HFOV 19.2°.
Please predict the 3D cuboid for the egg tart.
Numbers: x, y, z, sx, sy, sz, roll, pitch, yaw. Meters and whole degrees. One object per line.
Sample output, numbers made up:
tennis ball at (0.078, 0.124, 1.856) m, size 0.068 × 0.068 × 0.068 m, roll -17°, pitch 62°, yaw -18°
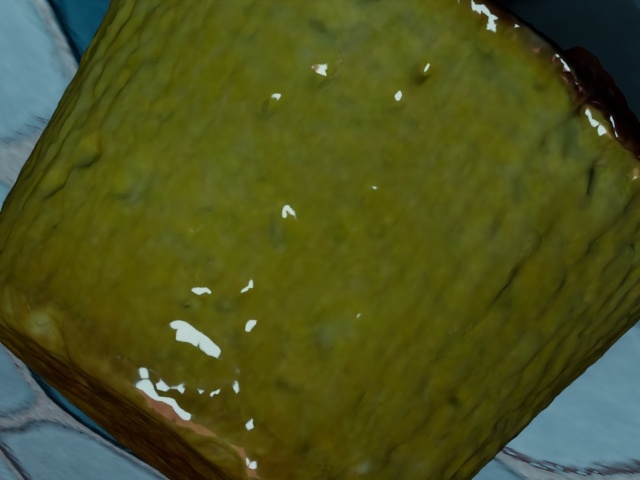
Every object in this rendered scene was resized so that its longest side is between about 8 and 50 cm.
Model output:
egg tart at (0.000, 0.000, 0.596) m, size 0.215 × 0.171 × 0.215 m, roll 34°, pitch 167°, yaw 9°
